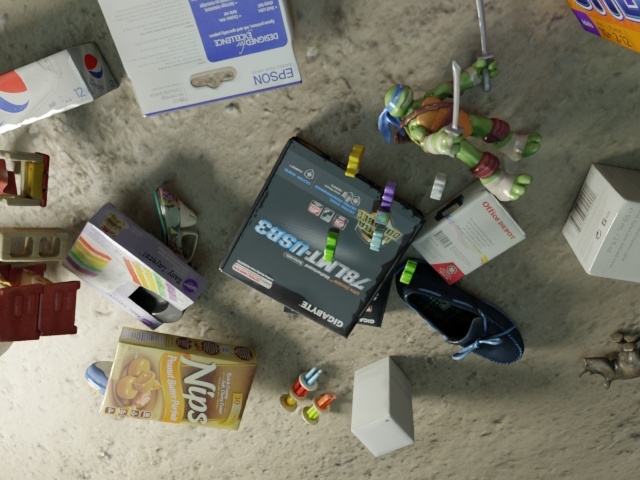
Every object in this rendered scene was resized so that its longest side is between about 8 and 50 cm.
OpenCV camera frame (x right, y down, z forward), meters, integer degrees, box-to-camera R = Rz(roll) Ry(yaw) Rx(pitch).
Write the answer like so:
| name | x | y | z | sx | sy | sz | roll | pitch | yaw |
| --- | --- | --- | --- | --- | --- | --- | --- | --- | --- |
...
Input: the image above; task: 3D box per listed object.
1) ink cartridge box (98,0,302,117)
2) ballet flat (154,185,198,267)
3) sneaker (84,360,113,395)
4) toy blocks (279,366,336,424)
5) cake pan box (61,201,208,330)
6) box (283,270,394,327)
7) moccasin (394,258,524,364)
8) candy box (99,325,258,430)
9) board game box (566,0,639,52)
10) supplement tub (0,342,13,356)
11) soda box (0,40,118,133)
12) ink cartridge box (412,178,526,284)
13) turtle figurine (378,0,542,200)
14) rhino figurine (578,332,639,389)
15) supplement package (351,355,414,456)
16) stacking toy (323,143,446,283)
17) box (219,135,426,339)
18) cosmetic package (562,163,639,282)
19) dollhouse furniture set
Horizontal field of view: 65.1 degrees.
| name | x | y | z | sx | sy | sz | roll | pitch | yaw |
| --- | --- | --- | --- | --- | --- | --- | --- | --- | --- |
| ink cartridge box | -0.205 | -0.386 | 0.821 | 0.303 | 0.072 | 0.308 | -8 | 121 | 11 |
| ballet flat | -0.298 | -0.020 | 1.049 | 0.079 | 0.077 | 0.222 | -5 | 129 | -16 |
| sneaker | -0.431 | 0.332 | 1.260 | 0.296 | 0.112 | 0.131 | 15 | 110 | -9 |
| toy blocks | -0.016 | 0.385 | 1.255 | 0.123 | 0.054 | 0.148 | 32 | 119 | -11 |
| cake pan box | -0.395 | 0.071 | 1.066 | 0.267 | 0.070 | 0.245 | 42 | 140 | -17 |
| box | 0.037 | 0.089 | 1.075 | 0.220 | 0.051 | 0.175 | 10 | 120 | 1 |
| moccasin | 0.288 | 0.180 | 1.058 | 0.341 | 0.117 | 0.138 | 30 | 119 | -11 |
| candy box | -0.323 | 0.324 | 1.167 | 0.316 | 0.087 | 0.183 | 14 | 101 | -18 |
| board game box | 0.418 | -0.459 | 0.527 | 0.356 | 0.357 | 0.356 | -37 | 110 | 24 |
| supplement tub | -0.892 | 0.180 | 1.144 | 0.315 | 0.228 | 0.229 | -7 | 119 | 11 |
| soda box | -0.527 | -0.268 | 0.911 | 0.286 | 0.098 | 0.091 | -13 | 118 | 15 |
| ink cartridge box | 0.282 | -0.016 | 0.970 | 0.175 | 0.072 | 0.127 | -37 | 109 | 24 |
| turtle figurine | 0.252 | -0.198 | 0.796 | 0.266 | 0.198 | 0.275 | 30 | 125 | -16 |
| rhino figurine | 0.675 | 0.250 | 1.078 | 0.243 | 0.073 | 0.106 | -33 | 108 | 25 |
| supplement package | 0.144 | 0.380 | 1.157 | 0.105 | 0.179 | 0.105 | -30 | 112 | 22 |
| stacking toy | 0.110 | -0.041 | 0.887 | 0.166 | 0.052 | 0.221 | 18 | 113 | 8 |
| box | 0.000 | 0.000 | 0.970 | 0.295 | 0.073 | 0.294 | 30 | 105 | -5 |
| cosmetic package | 0.563 | -0.026 | 0.882 | 0.183 | 0.152 | 0.152 | 9 | 122 | 2 |
| dollhouse furniture set | -0.603 | 0.003 | 1.033 | 0.201 | 0.152 | 0.375 | 16 | 100 | 40 |
